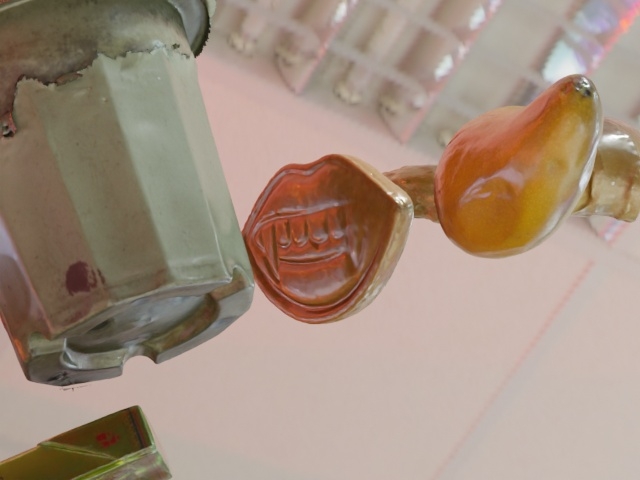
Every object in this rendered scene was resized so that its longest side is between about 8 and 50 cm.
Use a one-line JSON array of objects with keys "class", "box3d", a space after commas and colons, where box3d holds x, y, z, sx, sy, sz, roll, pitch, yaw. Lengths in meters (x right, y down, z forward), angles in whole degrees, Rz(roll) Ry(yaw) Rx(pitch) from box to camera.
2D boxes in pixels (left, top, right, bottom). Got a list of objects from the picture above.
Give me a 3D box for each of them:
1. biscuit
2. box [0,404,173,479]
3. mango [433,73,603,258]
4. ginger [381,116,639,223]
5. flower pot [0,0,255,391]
[{"class": "biscuit", "box3d": [0.000, 0.000, 1.403, 0.029, 0.221, 0.142, -2, -92, -39]}, {"class": "box", "box3d": [-0.267, 0.215, 1.264, 0.311, 0.043, 0.173, -23, -14, -6]}, {"class": "mango", "box3d": [0.117, -0.038, 1.004, 0.075, 0.098, 0.190, 13, -15, -16]}, {"class": "ginger", "box3d": [0.185, -0.062, 1.526, 0.295, 0.131, 0.086, -6, -43, -15]}, {"class": "flower pot", "box3d": [-0.176, -0.042, 1.275, 0.290, 0.259, 0.290, -20, -19, -7]}]
